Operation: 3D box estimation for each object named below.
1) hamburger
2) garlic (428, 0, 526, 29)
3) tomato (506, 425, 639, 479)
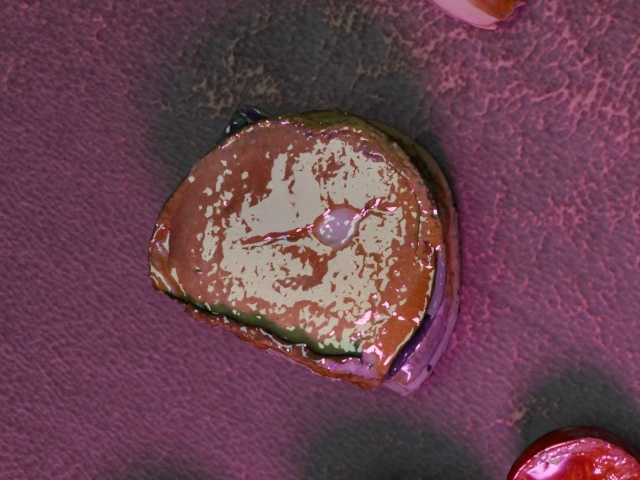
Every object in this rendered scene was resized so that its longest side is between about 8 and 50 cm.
[{"bbox_3d":[0.000,0.000,1.917,0.318,0.195,0.276,26,92,16],"label":"hamburger"},{"bbox_3d":[0.145,-0.328,1.929,0.128,0.115,0.206,4,85,25],"label":"garlic"},{"bbox_3d":[0.262,0.246,1.869,0.159,0.091,0.139,36,110,-10],"label":"tomato"}]
